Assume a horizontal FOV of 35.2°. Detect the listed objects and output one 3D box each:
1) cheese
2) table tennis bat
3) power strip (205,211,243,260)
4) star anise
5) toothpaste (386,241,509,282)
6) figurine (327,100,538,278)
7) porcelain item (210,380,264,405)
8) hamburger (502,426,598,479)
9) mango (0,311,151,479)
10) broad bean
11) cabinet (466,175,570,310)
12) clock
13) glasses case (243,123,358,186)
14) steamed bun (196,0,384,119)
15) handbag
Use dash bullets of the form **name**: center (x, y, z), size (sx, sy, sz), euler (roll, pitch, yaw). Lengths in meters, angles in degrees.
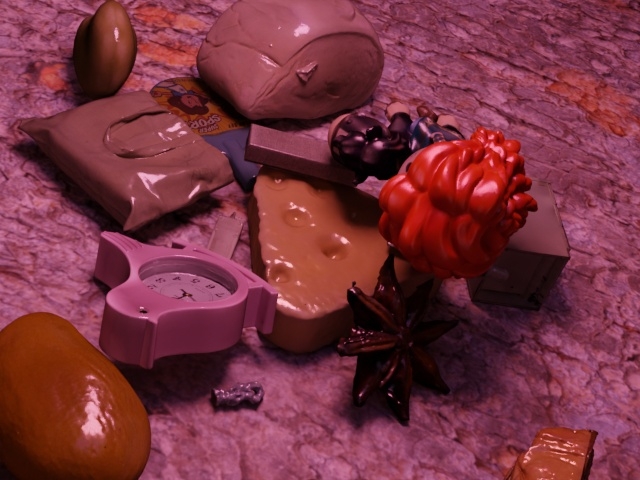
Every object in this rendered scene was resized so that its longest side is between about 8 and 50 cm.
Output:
- **cheese**: center (-0.001, 0.001, 1.750), size (0.384, 0.104, 0.384), euler (11, 44, -10)
- **table tennis bat**: center (-0.207, -0.215, 1.947), size (0.215, 0.044, 0.329), euler (-14, 50, -34)
- **power strip**: center (-0.170, 0.013, 1.729), size (0.048, 0.030, 0.191), euler (17, 43, -1)
- **star anise**: center (0.108, 0.160, 1.611), size (0.272, 0.103, 0.271), euler (7, 79, -40)
- **toothpaste**: center (0.217, 0.024, 1.711), size (0.216, 0.037, 0.062), euler (21, 47, -3)
- **figurine**: center (0.181, -0.107, 1.660), size (0.306, 0.241, 0.411), euler (14, 26, -40)
- **porcelain item**: center (-0.123, 0.232, 1.525), size (0.083, 0.028, 0.036), euler (-2, 63, -24)
- **hamburger**: center (0.324, 0.387, 1.474), size (0.131, 0.124, 0.262), euler (12, 35, 20)
- **mango**: center (-0.359, 0.228, 1.368), size (0.195, 0.142, 0.332), euler (-22, 49, -38)
- **broad bean**: center (-0.406, -0.354, 1.895), size (0.121, 0.189, 0.263), euler (9, 5, -12)
- **cabinet**: center (0.351, -0.001, 1.852), size (0.150, 0.145, 0.206), euler (8, 44, -12)
- **clock**: center (-0.254, 0.076, 1.535), size (0.290, 0.080, 0.275), euler (26, 26, 33)
- **glasses case**: center (-0.031, -0.146, 1.774), size (0.205, 0.047, 0.070), euler (14, 36, -11)
- **steamed bun**: center (-0.044, -0.397, 2.027), size (0.384, 0.236, 0.247), euler (-14, 49, -39)
- **handbag**: center (-0.336, -0.149, 1.779), size (0.253, 0.109, 0.316), euler (-29, 56, -37)
